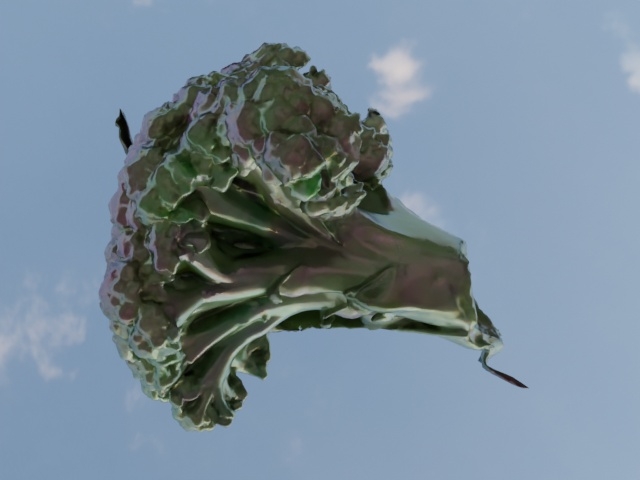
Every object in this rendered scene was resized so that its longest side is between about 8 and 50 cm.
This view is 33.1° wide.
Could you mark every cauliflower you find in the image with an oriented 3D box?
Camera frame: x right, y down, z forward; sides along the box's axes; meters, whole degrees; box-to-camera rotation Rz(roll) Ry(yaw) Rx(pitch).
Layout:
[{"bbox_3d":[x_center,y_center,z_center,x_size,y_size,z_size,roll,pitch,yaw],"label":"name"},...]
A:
[{"bbox_3d":[0.000,0.000,0.687,0.315,0.239,0.256,22,-156,5],"label":"cauliflower"}]
